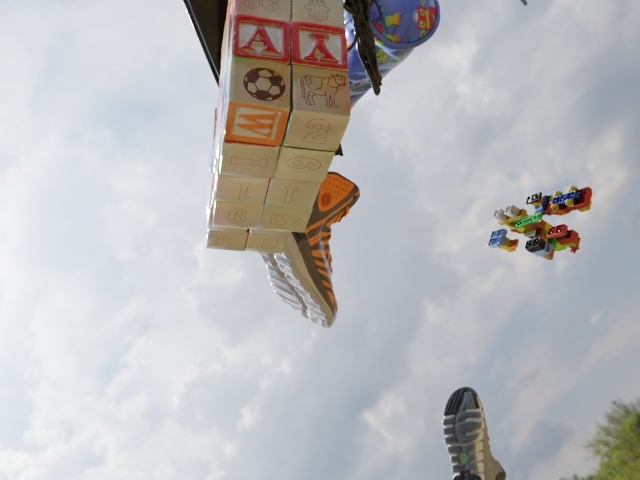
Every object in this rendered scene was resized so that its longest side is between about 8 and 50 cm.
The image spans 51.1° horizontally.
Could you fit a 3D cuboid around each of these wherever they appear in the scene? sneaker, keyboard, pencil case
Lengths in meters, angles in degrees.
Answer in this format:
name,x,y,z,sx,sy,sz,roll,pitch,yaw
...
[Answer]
name,x,y,z,sx,sy,sz,roll,pitch,yaw
sneaker,0.000,0.000,1.052,0.180,0.124,0.321,-50,-33,-23
sneaker,0.309,0.409,1.317,0.132,0.086,0.229,24,-119,-46
keyboard,-0.022,-0.205,0.753,0.201,0.033,0.317,-10,-36,6
pencil case,0.049,-0.279,0.997,0.133,0.119,0.306,-21,-3,-25

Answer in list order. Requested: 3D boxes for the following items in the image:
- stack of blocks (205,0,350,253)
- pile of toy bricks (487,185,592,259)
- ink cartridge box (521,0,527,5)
name,x,y,z,sx,sy,sz,roll,pitch,yaw
stack of blocks,-0.054,-0.094,0.625,0.087,0.171,0.297,5,-29,-12
pile of toy bricks,0.387,-0.010,1.128,0.105,0.212,0.118,29,-111,-18
ink cartridge box,0.214,-0.473,0.841,0.065,0.311,0.185,-17,-20,31
